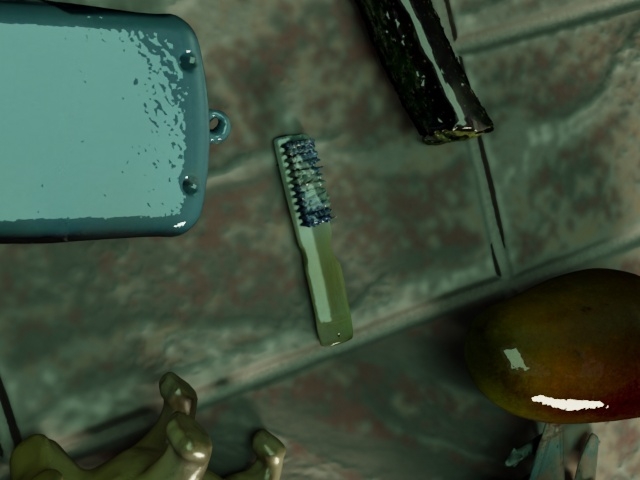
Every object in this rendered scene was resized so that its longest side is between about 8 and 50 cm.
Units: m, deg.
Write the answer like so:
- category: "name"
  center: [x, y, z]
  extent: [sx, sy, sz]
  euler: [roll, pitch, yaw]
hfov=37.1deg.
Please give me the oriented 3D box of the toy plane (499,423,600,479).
- category: "toy plane"
  center: [0.152, 0.274, 0.795]
  extent: [0.326, 0.104, 0.223]
  euler: [-9, 96, -38]

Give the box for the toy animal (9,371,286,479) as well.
- category: "toy animal"
  center: [-0.118, 0.188, 0.689]
  extent: [0.233, 0.121, 0.168]
  euler: [24, 100, -32]

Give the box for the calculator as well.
- category: "calculator"
  center: [-0.203, -0.084, 0.668]
  extent: [0.293, 0.051, 0.173]
  euler: [-2, 93, -23]

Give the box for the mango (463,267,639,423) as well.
- category: "mango"
  center: [0.234, 0.090, 0.826]
  extent: [0.267, 0.111, 0.133]
  euler: [2, 90, -25]

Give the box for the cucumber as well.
- category: "cucumber"
  center: [0.064, -0.185, 0.770]
  extent: [0.067, 0.067, 0.245]
  euler: [-32, 102, -18]

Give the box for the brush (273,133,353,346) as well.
- category: "brush"
  center: [0.000, 0.000, 0.770]
  extent: [0.033, 0.030, 0.178]
  euler: [-18, 100, -31]
